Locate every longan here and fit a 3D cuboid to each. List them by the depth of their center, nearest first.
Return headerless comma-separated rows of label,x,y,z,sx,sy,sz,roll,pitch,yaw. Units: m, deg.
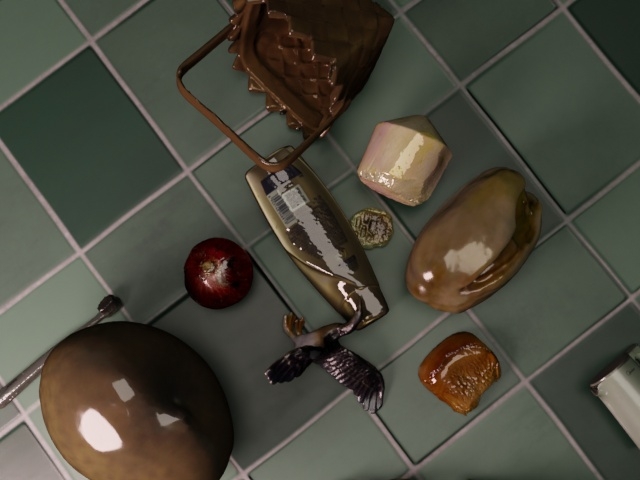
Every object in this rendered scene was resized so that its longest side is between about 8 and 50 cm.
longan,-0.298,0.280,1.522,0.350,0.288,0.288,36,84,-3

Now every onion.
onion,-0.181,0.057,1.623,0.131,0.131,0.131,0,82,1

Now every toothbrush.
toothbrush,-0.479,0.201,1.654,0.297,0.030,0.030,-41,57,-3

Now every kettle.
kettle,0.557,0.271,1.587,0.126,0.098,0.148,-39,80,2

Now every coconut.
coconut,0.152,-0.150,1.629,0.147,0.147,0.153,27,85,5

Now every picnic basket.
picnic basket,-0.059,-0.296,1.573,0.254,0.291,0.321,44,73,7

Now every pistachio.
pistachio,0.265,0.004,1.607,0.288,0.197,0.166,-47,127,-16

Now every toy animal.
toy animal,-0.004,0.173,1.583,0.160,0.272,0.197,20,92,40

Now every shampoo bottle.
shampoo bottle,0.000,0.000,1.642,0.125,0.084,0.350,-34,83,-2

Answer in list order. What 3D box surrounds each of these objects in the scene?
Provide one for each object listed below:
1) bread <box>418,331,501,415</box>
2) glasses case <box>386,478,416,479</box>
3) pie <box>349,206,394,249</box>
bread,0.252,0.232,1.626,0.126,0.044,0.129,44,82,5
glasses case,0.123,0.600,1.486,0.156,0.098,0.426,5,58,12
pie,0.092,-0.023,1.674,0.084,0.020,0.085,0,82,1
